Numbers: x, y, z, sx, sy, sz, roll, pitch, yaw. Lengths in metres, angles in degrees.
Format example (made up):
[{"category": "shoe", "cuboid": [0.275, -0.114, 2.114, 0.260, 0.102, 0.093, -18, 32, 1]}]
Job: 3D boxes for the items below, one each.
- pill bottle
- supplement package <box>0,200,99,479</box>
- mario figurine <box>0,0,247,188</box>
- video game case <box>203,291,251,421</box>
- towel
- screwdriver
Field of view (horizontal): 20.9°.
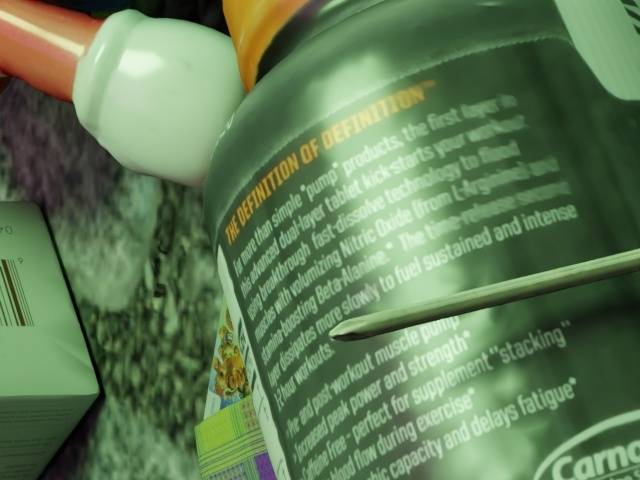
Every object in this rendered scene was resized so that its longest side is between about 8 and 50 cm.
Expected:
[{"category": "pill bottle", "cuboid": [0.049, 0.028, 0.408, 0.130, 0.130, 0.245, -44, 54, 43]}, {"category": "supplement package", "cuboid": [-0.188, 0.073, 0.747, 0.179, 0.105, 0.105, -51, 50, 38]}, {"category": "mario figurine", "cuboid": [-0.077, -0.122, 0.629, 0.320, 0.198, 0.170, -17, 119, 43]}, {"category": "video game case", "cuboid": [-0.004, 0.017, 0.580, 0.087, 0.011, 0.122, 22, 105, 51]}, {"category": "towel", "cuboid": [-0.019, 0.096, 0.584, 0.060, 0.009, 0.083, -34, 70, 55]}, {"category": "screwdriver", "cuboid": [0.083, -0.004, 0.344, 0.024, 0.170, 0.025, -177, 79, -80]}]
